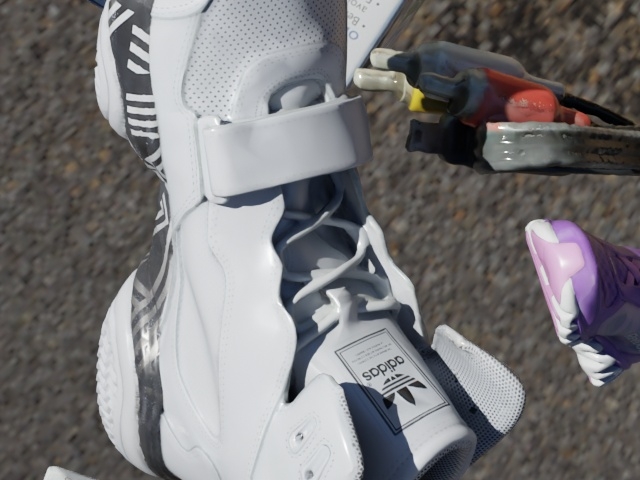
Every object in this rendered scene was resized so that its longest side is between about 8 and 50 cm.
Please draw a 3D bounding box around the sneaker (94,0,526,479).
[{"bbox_3d":[0.000,0.000,0.876,0.210,0.137,0.365,33,128,38],"label":"sneaker"}]

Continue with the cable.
[{"bbox_3d":[0.168,-0.070,1.039,0.287,0.139,0.072,2,99,-20],"label":"cable"}]

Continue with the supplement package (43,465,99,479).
[{"bbox_3d":[-0.048,0.227,0.724,0.203,0.194,0.149,19,117,-9],"label":"supplement package"}]

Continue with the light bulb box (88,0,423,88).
[{"bbox_3d":[0.028,-0.304,1.260,0.225,0.358,0.361,34,110,0],"label":"light bulb box"}]

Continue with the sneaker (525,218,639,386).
[{"bbox_3d":[0.221,0.034,1.341,0.105,0.236,0.095,-18,67,14],"label":"sneaker"}]
